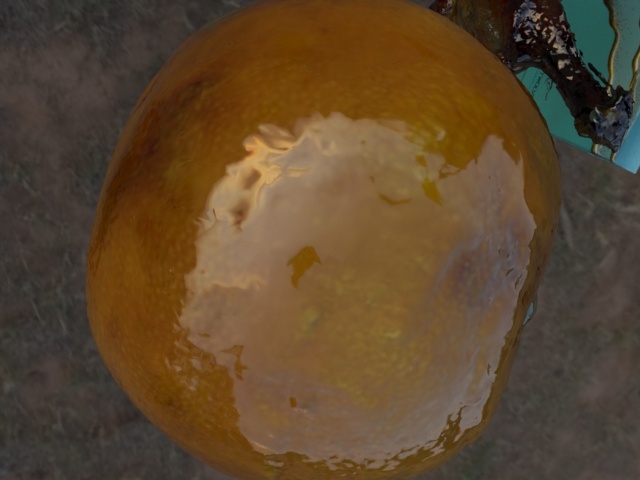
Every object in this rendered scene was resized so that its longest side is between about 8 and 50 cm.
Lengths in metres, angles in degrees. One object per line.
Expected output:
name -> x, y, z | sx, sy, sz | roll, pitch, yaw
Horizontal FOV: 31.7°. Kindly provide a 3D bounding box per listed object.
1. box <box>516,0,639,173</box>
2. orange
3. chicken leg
box -> 0.239, -0.174, 1.051 | 0.041, 0.229, 0.162 | 18, 101, -38
orange -> 0.000, 0.000, 0.584 | 0.261, 0.261, 0.261 | -13, 124, -21
chicken leg -> 0.135, -0.131, 0.777 | 0.051, 0.253, 0.106 | -8, 112, -18
